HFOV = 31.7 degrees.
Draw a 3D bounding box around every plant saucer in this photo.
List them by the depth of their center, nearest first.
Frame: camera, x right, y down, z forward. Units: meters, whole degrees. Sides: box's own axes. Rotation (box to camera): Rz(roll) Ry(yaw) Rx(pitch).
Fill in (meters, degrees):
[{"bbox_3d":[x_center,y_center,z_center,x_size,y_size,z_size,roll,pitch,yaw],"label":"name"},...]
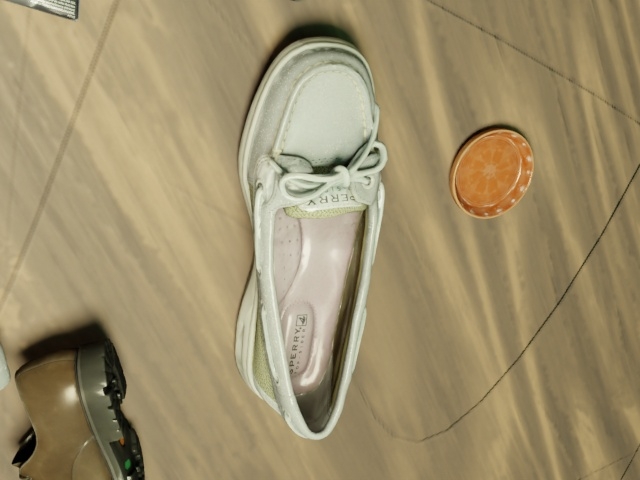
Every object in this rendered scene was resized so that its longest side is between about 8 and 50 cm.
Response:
[{"bbox_3d":[0.151,-0.060,0.998,0.083,0.013,0.083,-11,117,-22],"label":"plant saucer"}]

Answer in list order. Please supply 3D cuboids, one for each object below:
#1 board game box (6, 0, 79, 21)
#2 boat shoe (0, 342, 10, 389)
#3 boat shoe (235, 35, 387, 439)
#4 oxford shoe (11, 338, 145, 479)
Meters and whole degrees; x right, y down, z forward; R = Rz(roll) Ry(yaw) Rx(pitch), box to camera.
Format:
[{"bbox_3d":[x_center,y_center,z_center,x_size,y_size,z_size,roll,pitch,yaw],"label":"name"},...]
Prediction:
[{"bbox_3d":[-0.220,-0.259,0.697,0.194,0.060,0.194,13,106,-30],"label":"board game box"},{"bbox_3d":[-0.331,0.133,0.812,0.227,0.079,0.081,-29,118,-15],"label":"boat shoe"},{"bbox_3d":[-0.002,0.001,0.897,0.118,0.103,0.320,-1,113,-26],"label":"boat shoe"},{"bbox_3d":[-0.195,0.181,0.914,0.096,0.083,0.227,-9,117,-2],"label":"oxford shoe"}]
